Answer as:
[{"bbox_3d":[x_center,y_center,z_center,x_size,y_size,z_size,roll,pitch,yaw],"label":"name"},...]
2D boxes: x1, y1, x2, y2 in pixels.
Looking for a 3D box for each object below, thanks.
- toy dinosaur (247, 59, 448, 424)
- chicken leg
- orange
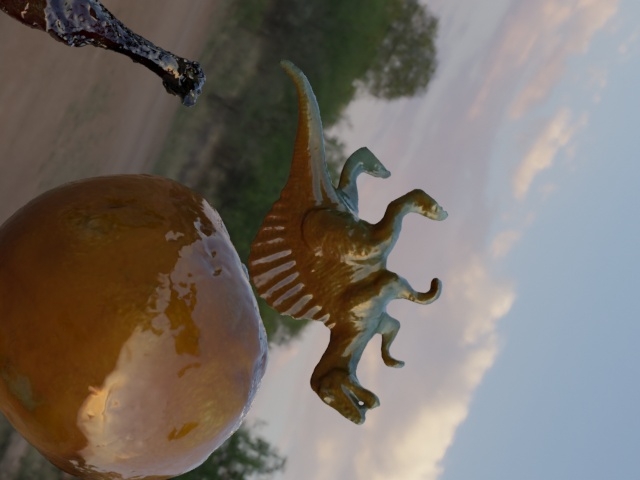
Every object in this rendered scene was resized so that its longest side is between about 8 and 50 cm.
[{"bbox_3d":[0.001,0.001,0.751,0.142,0.212,0.057,-42,172,-6],"label":"toy dinosaur"},{"bbox_3d":[-0.199,-0.181,0.857,0.051,0.253,0.106,-56,178,9],"label":"chicken leg"},{"bbox_3d":[-0.166,0.074,0.935,0.261,0.261,0.261,-61,-173,13],"label":"orange"}]
